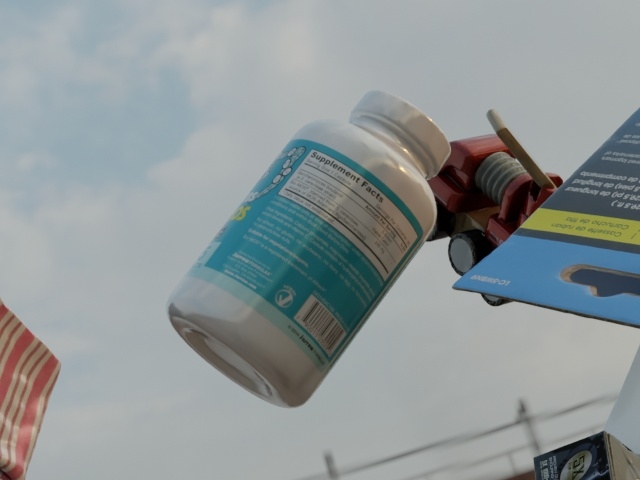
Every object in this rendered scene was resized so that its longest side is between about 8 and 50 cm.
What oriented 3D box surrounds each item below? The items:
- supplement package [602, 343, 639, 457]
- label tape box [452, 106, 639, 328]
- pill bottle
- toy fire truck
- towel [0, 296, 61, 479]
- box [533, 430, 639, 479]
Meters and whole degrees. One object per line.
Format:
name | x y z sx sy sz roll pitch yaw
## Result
supplement package | 0.476 0.269 1.860 0.177 0.175 0.293 -2 -44 42
label tape box | 0.293 -0.008 1.130 0.334 0.241 0.106 -42 -58 -29
pill bottle | 0.000 0.000 1.353 0.264 0.146 0.146 -53 -20 -17
toy fire truck | 0.215 -0.070 1.935 0.158 0.217 0.246 -12 -49 -32
towel | -0.309 0.135 1.527 0.029 0.144 0.197 -1 -33 23
box | 0.275 0.277 1.424 0.077 0.147 0.180 -27 -45 28
